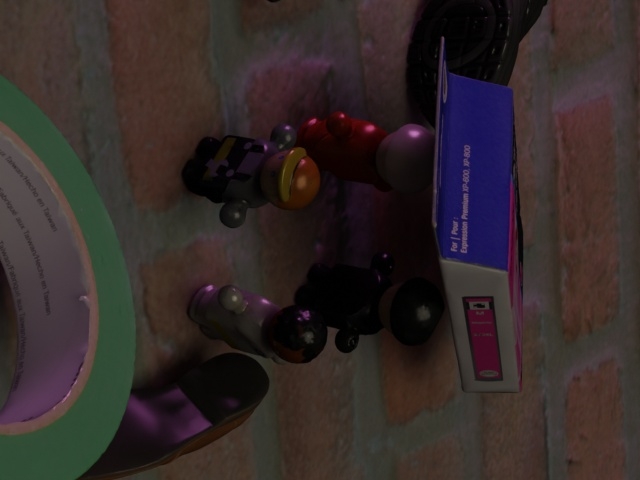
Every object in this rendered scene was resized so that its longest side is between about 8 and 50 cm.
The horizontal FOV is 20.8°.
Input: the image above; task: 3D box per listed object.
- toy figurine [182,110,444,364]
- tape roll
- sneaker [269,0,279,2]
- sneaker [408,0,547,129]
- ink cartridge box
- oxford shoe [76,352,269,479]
[{"bbox_3d":[0.000,0.000,1.479,0.209,0.148,0.213,-10,106,-45],"label":"toy figurine"},{"bbox_3d":[-0.255,0.025,1.162,0.321,0.077,0.321,38,40,-42],"label":"tape roll"},{"bbox_3d":[-0.067,-0.244,1.440,0.057,0.047,0.119,-36,120,-19],"label":"sneaker"},{"bbox_3d":[0.171,-0.230,1.646,0.130,0.109,0.286,15,90,-53],"label":"sneaker"},{"bbox_3d":[0.142,-0.010,1.538,0.371,0.069,0.176,68,24,-63],"label":"ink cartridge box"},{"bbox_3d":[-0.139,0.161,1.431,0.212,0.076,0.076,-16,150,-33],"label":"oxford shoe"}]
